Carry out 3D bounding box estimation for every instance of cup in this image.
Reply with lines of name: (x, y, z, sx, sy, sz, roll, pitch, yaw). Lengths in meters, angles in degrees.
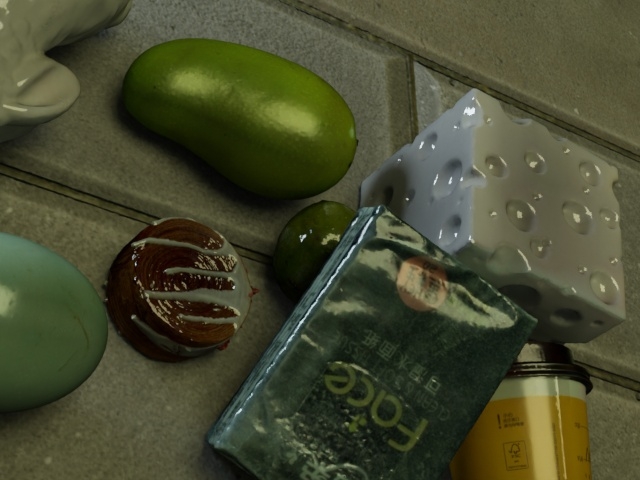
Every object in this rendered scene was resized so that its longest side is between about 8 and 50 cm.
cup: (0.231, 0.266, 1.511, 0.196, 0.196, 0.280, 9, 65, -35)

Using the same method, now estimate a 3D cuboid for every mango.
mango: (-0.093, -0.150, 1.564, 0.293, 0.143, 0.175, 20, 56, -14)

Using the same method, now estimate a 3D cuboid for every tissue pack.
tissue pack: (0.055, 0.151, 1.396, 0.228, 0.103, 0.316, 36, 80, -10)

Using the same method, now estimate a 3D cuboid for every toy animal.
toy animal: (-0.332, -0.239, 1.419, 0.258, 0.194, 0.357, 48, 55, -37)

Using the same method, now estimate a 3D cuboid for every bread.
bread: (-0.151, 0.052, 1.419, 0.160, 0.073, 0.160, 21, 50, -27)

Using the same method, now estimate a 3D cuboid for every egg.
egg: (-0.305, 0.076, 1.210, 0.230, 0.168, 0.168, 16, 52, -37)

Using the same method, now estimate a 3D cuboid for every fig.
fig: (0.000, 0.000, 1.553, 0.123, 0.123, 0.156, 19, 35, -28)

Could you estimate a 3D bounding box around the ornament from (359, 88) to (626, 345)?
ornament: (0.205, 0.007, 1.615, 0.239, 0.239, 0.240, 25, 49, -23)
